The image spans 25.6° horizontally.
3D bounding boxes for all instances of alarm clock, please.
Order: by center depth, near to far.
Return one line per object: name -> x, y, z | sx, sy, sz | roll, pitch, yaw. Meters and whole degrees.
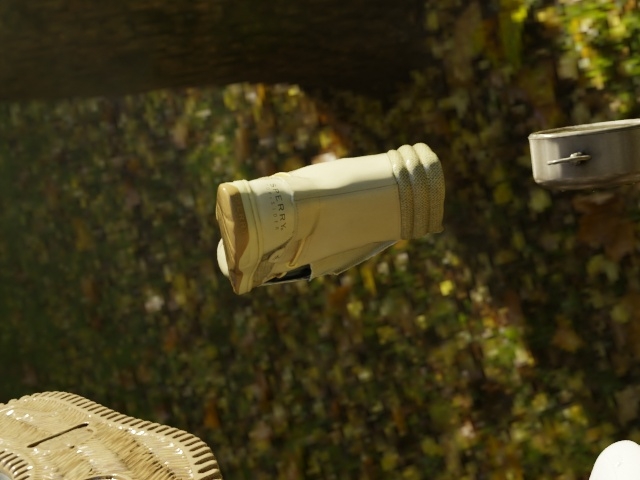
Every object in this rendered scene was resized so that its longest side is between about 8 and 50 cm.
alarm clock -> 0.254, -0.078, 1.307 | 0.129, 0.192, 0.064 | -4, 94, 29

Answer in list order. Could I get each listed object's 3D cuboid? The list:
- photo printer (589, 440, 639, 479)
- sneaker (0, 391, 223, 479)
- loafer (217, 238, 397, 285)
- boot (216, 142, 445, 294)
photo printer -> 0.424, 0.448, 2.010 | 0.256, 0.107, 0.307 | -77, 3, -78
sneaker -> -0.103, 0.174, 0.696 | 0.282, 0.099, 0.153 | 10, 117, 63
loafer -> 0.000, 0.000, 1.677 | 0.092, 0.268, 0.102 | -77, -38, -68
boot -> 0.008, -0.022, 1.302 | 0.262, 0.203, 0.095 | 111, 146, -79
